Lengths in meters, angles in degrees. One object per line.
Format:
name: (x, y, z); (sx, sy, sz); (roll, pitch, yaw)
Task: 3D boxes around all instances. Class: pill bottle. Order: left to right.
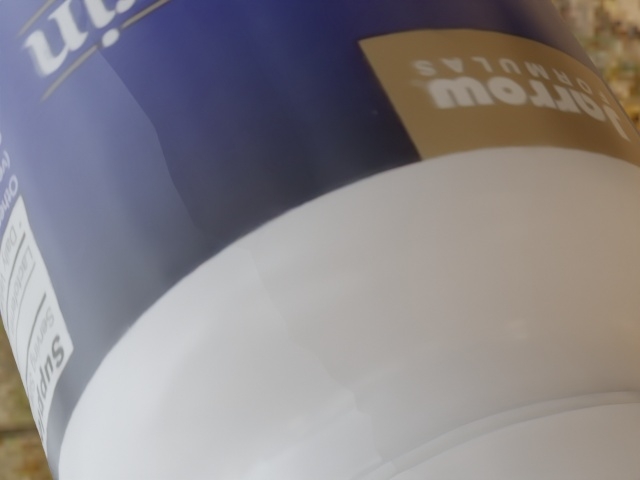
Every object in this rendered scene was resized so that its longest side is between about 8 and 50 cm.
pill bottle: (0.000, 0.000, 0.419); (0.153, 0.153, 0.264); (103, 150, -46)
